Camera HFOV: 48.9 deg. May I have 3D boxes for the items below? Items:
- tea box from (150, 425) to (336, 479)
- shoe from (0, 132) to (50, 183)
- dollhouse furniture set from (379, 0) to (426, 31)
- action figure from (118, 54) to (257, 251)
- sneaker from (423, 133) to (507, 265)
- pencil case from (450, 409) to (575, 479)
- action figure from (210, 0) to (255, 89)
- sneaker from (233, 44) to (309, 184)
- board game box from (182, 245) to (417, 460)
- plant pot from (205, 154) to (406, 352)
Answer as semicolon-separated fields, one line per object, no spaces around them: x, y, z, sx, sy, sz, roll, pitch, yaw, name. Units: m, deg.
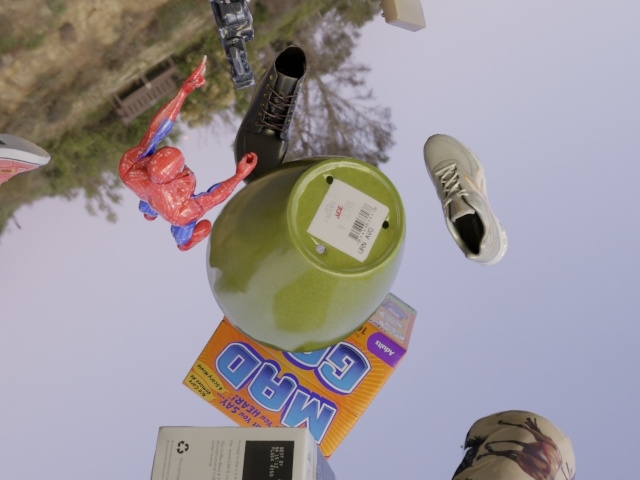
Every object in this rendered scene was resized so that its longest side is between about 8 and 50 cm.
-0.104;0.467;1.005;0.220;0.323;0.329;-2;-121;9;tea box
-0.482;-0.111;1.045;0.081;0.063;0.178;-57;169;11;shoe
0.099;-0.434;1.245;0.123;0.151;0.144;-13;180;33;dollhouse furniture set
-0.120;-0.070;0.679;0.139;0.091;0.280;-50;-177;-8;action figure
0.253;-0.079;1.263;0.099;0.262;0.121;-29;168;23;sneaker
0.196;0.404;0.924;0.410;0.160;0.183;-38;178;-46;pencil case
-0.084;-0.399;0.972;0.178;0.341;0.330;-14;-177;-8;action figure
-0.078;-0.195;1.104;0.118;0.083;0.222;139;-39;-65;sneaker
-0.029;0.242;1.631;0.356;0.356;0.356;-56;175;12;board game box
0.000;0.000;0.910;0.275;0.275;0.293;-41;180;-17;plant pot
